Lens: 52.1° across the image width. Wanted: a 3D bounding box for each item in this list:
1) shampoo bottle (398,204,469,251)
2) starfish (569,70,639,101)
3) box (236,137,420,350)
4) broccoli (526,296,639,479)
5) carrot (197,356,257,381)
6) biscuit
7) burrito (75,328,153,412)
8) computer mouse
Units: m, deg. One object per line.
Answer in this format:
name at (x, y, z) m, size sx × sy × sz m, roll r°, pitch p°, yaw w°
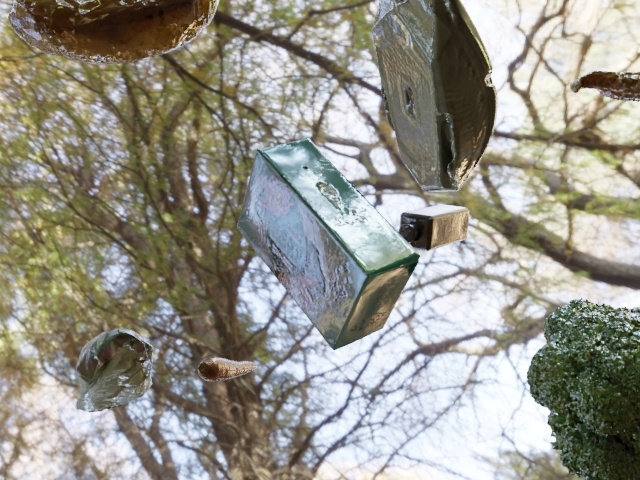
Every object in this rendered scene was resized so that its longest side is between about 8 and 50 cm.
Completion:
shampoo bottle at (0.248, -0.029, 1.456) m, size 0.246 × 0.080 × 0.079 m, roll -12°, pitch -73°, yaw -54°
starfish at (0.458, -0.191, 0.630) m, size 0.293 × 0.301 × 0.084 m, roll 119°, pitch 172°, yaw -54°
box at (0.000, 0.000, 0.862) m, size 0.092 × 0.245 × 0.153 m, roll -18°, pitch -36°, yaw -35°
broccoli at (0.614, 0.296, 1.354) m, size 0.321 × 0.413 × 0.310 m, roll -24°, pitch -39°, yaw 24°
carrot at (-0.182, 0.263, 1.345) m, size 0.048 × 0.048 × 0.216 m, roll -64°, pitch -25°, yaw 2°
biscuit at (-0.240, -0.311, 0.832) m, size 0.274 × 0.213 × 0.091 m, roll -49°, pitch -19°, yaw -34°
burrito at (-0.365, 0.224, 1.157) m, size 0.144 × 0.089 × 0.229 m, roll -18°, pitch -26°, yaw -29°
computer mouse at (0.206, -0.273, 1.115) m, size 0.145 × 0.228 × 0.429 m, roll -23°, pitch -51°, yaw -10°
